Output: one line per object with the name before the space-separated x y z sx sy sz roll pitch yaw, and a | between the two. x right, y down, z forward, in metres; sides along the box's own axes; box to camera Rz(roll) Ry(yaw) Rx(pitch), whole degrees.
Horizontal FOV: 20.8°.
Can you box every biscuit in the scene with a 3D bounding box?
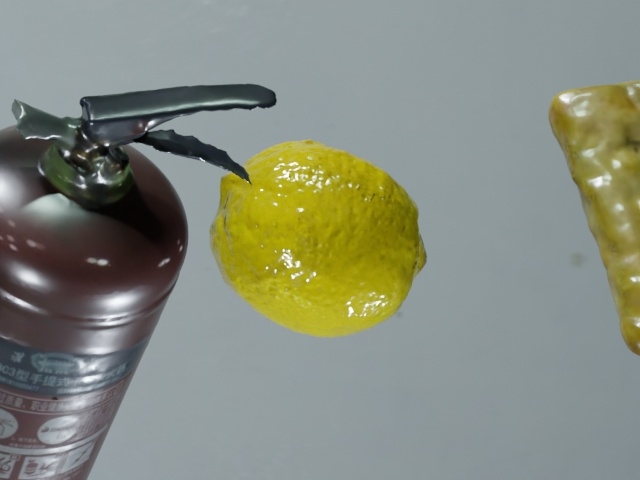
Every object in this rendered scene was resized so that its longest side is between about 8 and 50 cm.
biscuit | 0.112 -0.009 0.500 0.081 0.018 0.083 -9 68 -21

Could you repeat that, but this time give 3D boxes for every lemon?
lemon | -0.002 -0.002 1.580 0.180 0.180 0.193 -53 126 -14

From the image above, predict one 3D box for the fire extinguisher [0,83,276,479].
fire extinguisher | -0.135 0.048 0.852 0.135 0.337 0.114 6 42 -24
